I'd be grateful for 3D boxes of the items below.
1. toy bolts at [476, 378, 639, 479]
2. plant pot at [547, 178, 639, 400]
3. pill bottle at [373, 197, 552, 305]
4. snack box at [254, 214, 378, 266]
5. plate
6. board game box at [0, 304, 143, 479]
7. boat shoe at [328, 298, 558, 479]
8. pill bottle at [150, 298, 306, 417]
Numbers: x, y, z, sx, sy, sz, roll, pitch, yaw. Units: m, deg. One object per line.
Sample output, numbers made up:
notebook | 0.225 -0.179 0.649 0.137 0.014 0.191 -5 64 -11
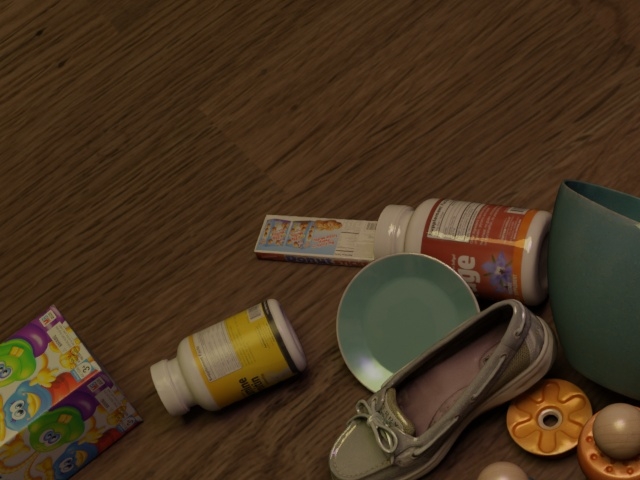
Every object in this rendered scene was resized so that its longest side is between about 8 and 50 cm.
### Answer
toy bolts | 0.250 0.238 1.535 0.228 0.158 0.218 -38 52 -10
plant pot | 0.378 0.072 1.567 0.290 0.290 0.195 26 103 33
pill bottle | 0.183 0.011 1.749 0.216 0.121 0.121 7 58 25
snack box | 0.000 0.000 1.886 0.178 0.022 0.064 4 58 22
plate | 0.111 0.108 1.718 0.188 0.024 0.188 0 91 18
board game box | -0.395 0.241 1.775 0.275 0.144 0.142 -38 52 -8
boat shoe | 0.128 0.183 1.626 0.320 0.103 0.118 -36 49 14
pill bottle | -0.118 0.155 1.764 0.184 0.103 0.103 -25 51 2
